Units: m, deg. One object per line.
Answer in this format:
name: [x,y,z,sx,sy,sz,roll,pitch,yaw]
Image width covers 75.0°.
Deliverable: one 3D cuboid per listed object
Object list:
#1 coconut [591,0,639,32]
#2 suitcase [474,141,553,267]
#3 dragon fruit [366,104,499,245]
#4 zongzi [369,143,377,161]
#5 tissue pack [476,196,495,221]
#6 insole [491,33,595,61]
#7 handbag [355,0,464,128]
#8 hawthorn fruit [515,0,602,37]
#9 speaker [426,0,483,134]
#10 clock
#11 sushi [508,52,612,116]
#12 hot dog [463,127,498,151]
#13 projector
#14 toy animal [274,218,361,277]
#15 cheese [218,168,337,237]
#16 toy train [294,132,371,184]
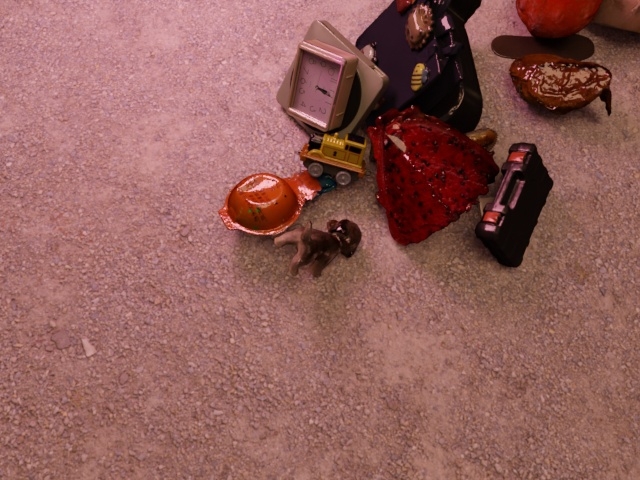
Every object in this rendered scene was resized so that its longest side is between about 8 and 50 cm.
coconut: [0.992,-0.800,1.171,0.403,0.404,0.405,0,78,-1]
suitcase: [0.520,-0.091,1.110,0.066,0.206,0.286,15,74,48]
dragon fruit: [0.265,-0.195,1.128,0.286,0.228,0.329,-41,88,-28]
zongzi: [0.197,-0.278,1.215,0.103,0.052,0.114,8,65,-7]
tissue pack: [0.479,-0.068,1.182,0.056,0.023,0.108,-3,78,-1]
insole: [0.698,-0.604,1.307,0.327,0.007,0.111,1,77,0]
handbag: [0.223,-0.482,1.105,0.121,0.329,0.304,-1,76,-25]
hawthorn fruit: [0.684,-0.726,1.190,0.241,0.271,0.242,-4,79,24]
speaker: [0.375,-0.497,1.161,0.180,0.184,0.389,2,75,-40]
clock: [0.002,-0.399,1.080,0.146,0.192,0.071,31,38,19]
sushi: [0.699,-0.454,1.209,0.296,0.179,0.167,7,101,16]
hot dog: [0.407,-0.263,1.188,0.191,0.099,0.053,-16,49,0]
projector: [0.027,-0.417,1.154,0.257,0.259,0.079,46,40,8]
toy animal: [-0.003,0.008,1.093,0.168,0.233,0.121,-42,66,32]
cheese: [-0.113,-0.117,1.126,0.329,0.129,0.217,-27,60,-20]
toy train: [0.040,-0.230,1.118,0.219,0.127,0.089,16,35,-2]
